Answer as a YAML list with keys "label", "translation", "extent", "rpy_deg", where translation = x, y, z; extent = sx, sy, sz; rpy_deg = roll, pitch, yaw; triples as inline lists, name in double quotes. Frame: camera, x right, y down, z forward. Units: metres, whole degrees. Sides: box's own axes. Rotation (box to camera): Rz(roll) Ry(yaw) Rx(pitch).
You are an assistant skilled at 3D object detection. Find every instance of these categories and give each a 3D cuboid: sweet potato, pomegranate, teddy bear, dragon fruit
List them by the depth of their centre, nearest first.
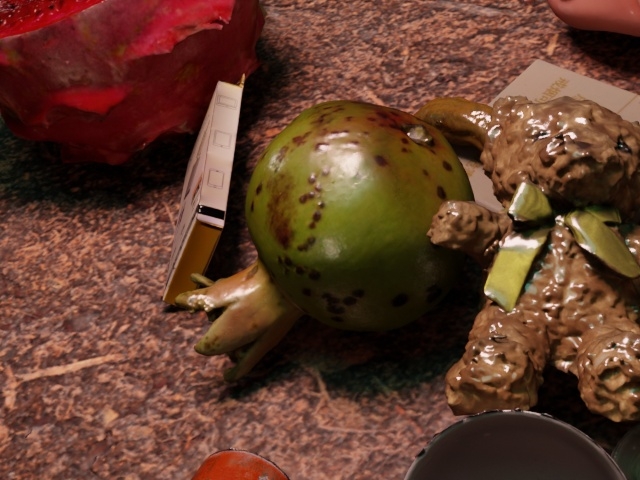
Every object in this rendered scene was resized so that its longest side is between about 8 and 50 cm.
- label: "teddy bear"
  translation: [0.210, 0.007, 1.197]
  extent: [0.246, 0.223, 0.296]
  rpy_deg: [3, 15, 9]
- label: "pomegranate"
  translation: [0.005, -0.012, 1.359]
  extent: [0.286, 0.231, 0.231]
  rpy_deg: [-25, 36, 27]
- label: "sweet potato"
  translation: [0.160, -0.106, 1.428]
  extent: [0.054, 0.053, 0.182]
  rpy_deg: [-38, 43, -25]
- label: "dragon fruit"
  translation: [-0.213, -0.230, 1.643]
  extent: [0.386, 0.249, 0.371]
  rpy_deg: [-36, 28, -23]

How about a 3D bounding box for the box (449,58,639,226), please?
- label: "box"
  translation: [0.291, -0.052, 1.397]
  extent: [0.204, 0.051, 0.365]
  rpy_deg: [-42, 46, -22]

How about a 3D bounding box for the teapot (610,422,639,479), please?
- label: "teapot"
  translation: [0.295, 0.225, 1.087]
  extent: [0.107, 0.077, 0.200]
  rpy_deg: [-46, 45, 0]

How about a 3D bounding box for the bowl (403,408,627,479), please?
- label: "bowl"
  translation: [0.157, 0.215, 1.112]
  extent: [0.189, 0.189, 0.086]
  rpy_deg: [-3, 3, 17]

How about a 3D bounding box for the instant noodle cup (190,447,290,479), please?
- label: "instant noodle cup"
  translation: [-0.080, 0.247, 1.175]
  extent: [0.127, 0.127, 0.136]
  rpy_deg: [1, 36, 21]

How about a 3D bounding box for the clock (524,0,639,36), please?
- label: "clock"
  translation: [0.350, -0.291, 1.560]
  extent: [0.227, 0.142, 0.241]
  rpy_deg: [-28, 17, -26]

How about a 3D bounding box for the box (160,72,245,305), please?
- label: "box"
  translation: [-0.121, -0.058, 1.509]
  extent: [0.033, 0.129, 0.247]
  rpy_deg: [16, 42, -11]
